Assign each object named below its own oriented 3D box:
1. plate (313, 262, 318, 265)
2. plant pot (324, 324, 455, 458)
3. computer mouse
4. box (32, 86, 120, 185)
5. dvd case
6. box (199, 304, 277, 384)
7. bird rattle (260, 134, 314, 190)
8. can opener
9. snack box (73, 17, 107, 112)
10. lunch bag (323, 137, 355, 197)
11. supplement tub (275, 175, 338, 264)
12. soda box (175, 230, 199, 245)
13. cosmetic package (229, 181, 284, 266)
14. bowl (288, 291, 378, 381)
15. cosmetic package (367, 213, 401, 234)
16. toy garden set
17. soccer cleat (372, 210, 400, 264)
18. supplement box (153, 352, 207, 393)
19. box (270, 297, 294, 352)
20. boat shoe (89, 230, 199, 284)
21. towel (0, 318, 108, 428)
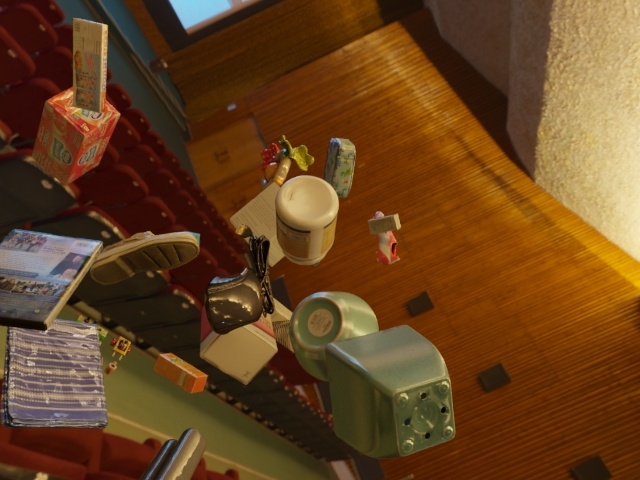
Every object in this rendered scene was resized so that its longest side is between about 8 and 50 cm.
[{"bbox_3d":[0.000,0.000,1.749,0.188,0.024,0.188,-173,-90,-75],"label":"plate"},{"bbox_3d":[0.182,0.368,1.149,0.252,0.247,0.248,-171,-107,-68],"label":"plant pot"},{"bbox_3d":[-0.126,0.058,0.862,0.262,0.060,0.184,2,80,-76],"label":"computer mouse"},{"bbox_3d":[-0.644,-0.273,1.277,0.122,0.257,0.128,45,46,-9],"label":"box"},{"bbox_3d":[-0.533,0.062,0.887,0.253,0.180,0.022,-90,-171,-58],"label":"dvd case"},{"bbox_3d":[-0.215,0.228,1.260,0.148,0.127,0.232,39,9,-24],"label":"box"},{"bbox_3d":[-0.160,-0.267,1.739,0.143,0.207,0.253,35,-24,-32],"label":"bird rattle"},{"bbox_3d":[-0.205,0.358,0.630,0.095,0.076,0.283,58,6,-5],"label":"can opener"},{"bbox_3d":[-0.482,-0.362,1.017,0.022,0.064,0.178,-71,174,-67],"label":"snack box"},{"bbox_3d":[0.071,-0.286,1.916,0.176,0.090,0.219,-110,-154,-64],"label":"lunch bag"},{"bbox_3d":[-0.035,-0.041,1.161,0.200,0.144,0.144,96,-26,-58],"label":"supplement tub"},{"bbox_3d":[-0.505,0.020,1.688,0.210,0.067,0.071,-27,126,-69],"label":"soda box"},{"bbox_3d":[-0.149,-0.048,1.515,0.151,0.183,0.151,48,-5,24],"label":"cosmetic package"},{"bbox_3d":[0.019,0.292,1.598,0.163,0.311,0.312,46,18,-56],"label":"bowl"},{"bbox_3d":[0.246,-0.063,1.883,0.041,0.115,0.060,-27,105,-58],"label":"cosmetic package"},{"bbox_3d":[-0.726,0.352,1.579,0.203,0.049,0.244,38,14,-19],"label":"toy garden set"},{"bbox_3d":[0.283,-0.014,2.084,0.083,0.095,0.248,34,47,-54],"label":"soccer cleat"},{"bbox_3d":[-0.591,0.556,2.050,0.233,0.080,0.078,18,1,28],"label":"supplement box"},{"bbox_3d":[-0.154,0.343,1.968,0.275,0.113,0.094,45,7,-43],"label":"box"},{"bbox_3d":[-0.480,0.025,1.333,0.103,0.302,0.113,-101,176,-46],"label":"boat shoe"},{"bbox_3d":[-0.674,0.327,1.249,0.243,0.040,0.336,22,29,-43],"label":"towel"}]
